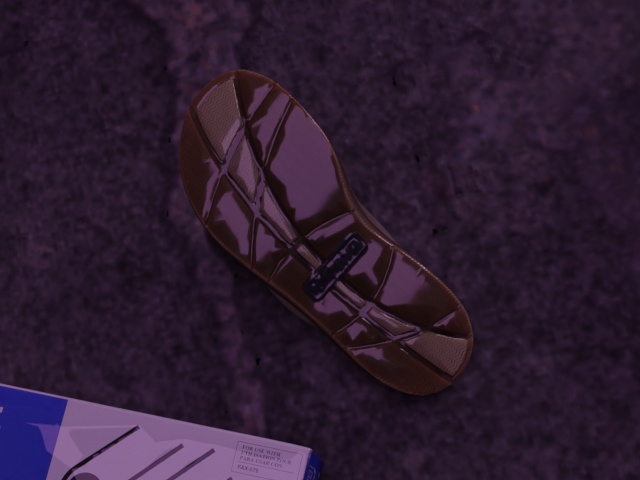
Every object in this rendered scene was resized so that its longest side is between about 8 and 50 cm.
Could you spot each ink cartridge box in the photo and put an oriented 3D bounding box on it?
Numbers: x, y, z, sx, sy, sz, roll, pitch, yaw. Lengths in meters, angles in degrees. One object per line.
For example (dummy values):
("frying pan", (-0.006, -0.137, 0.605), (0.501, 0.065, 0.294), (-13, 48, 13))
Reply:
("ink cartridge box", (-0.110, 0.124, 0.609), (0.207, 0.046, 0.097), (10, 75, 10))

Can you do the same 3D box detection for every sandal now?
("sandal", (0.000, 0.000, 0.636), (0.072, 0.049, 0.180), (-43, 89, -1))
